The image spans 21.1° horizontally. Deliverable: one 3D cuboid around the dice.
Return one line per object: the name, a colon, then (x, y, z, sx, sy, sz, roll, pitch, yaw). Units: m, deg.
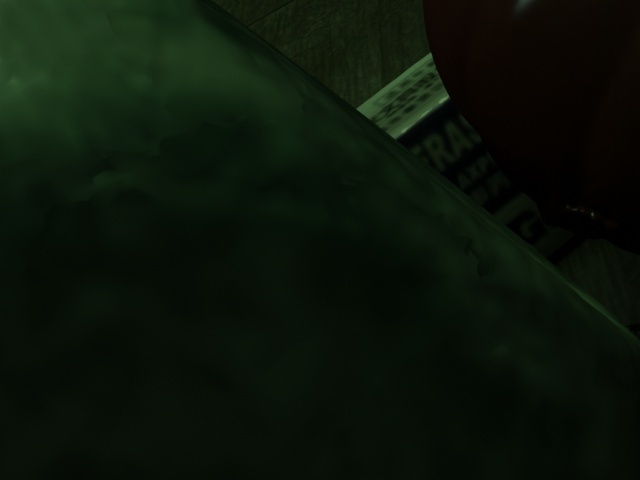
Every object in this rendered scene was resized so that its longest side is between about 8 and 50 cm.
dice: (-0.097, 0.070, 0.663, 0.328, 0.330, 0.348, -52, 22, 5)

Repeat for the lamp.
lamp: (0.200, -0.126, 0.842, 0.303, 0.257, 0.303, 2, 50, -3)

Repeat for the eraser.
eraser: (0.071, -0.027, 0.996, 0.279, 0.124, 0.081, -39, 22, -12)

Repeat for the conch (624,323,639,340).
conch: (0.112, 0.084, 0.793, 0.105, 0.079, 0.170, -18, 11, 15)
